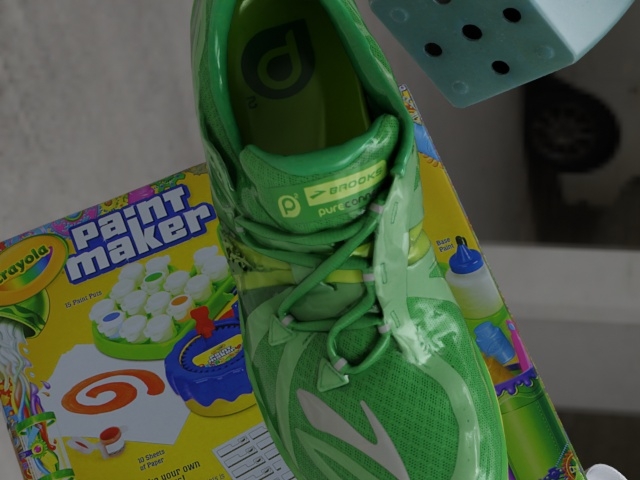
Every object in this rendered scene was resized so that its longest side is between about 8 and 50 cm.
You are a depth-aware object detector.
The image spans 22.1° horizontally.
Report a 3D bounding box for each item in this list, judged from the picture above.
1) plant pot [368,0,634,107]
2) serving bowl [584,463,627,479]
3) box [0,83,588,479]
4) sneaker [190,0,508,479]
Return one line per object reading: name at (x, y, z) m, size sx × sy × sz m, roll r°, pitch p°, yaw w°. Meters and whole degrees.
plant pot at (0.132, -0.218, 1.138) m, size 0.166 × 0.165 × 0.234 m, roll 47°, pitch 45°, yaw -25°
serving bowl at (0.193, 0.195, 1.112) m, size 0.083 × 0.027 × 0.083 m, roll 33°, pitch 41°, yaw -34°
box at (-0.026, 0.104, 0.995) m, size 0.177 × 0.290 × 0.279 m, roll 76°, pitch -7°, yaw -69°
sneaker at (0.000, 0.000, 0.723) m, size 0.123 × 0.109 × 0.295 m, roll 53°, pitch 17°, yaw -83°
